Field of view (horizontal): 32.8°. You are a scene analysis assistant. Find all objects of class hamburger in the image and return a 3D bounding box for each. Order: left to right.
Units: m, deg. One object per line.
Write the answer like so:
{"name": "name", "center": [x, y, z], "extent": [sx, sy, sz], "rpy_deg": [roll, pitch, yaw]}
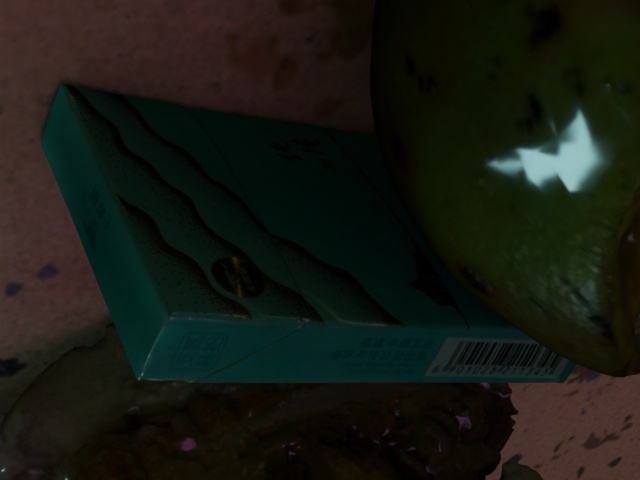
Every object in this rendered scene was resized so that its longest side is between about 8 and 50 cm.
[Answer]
{"name": "hamburger", "center": [-0.032, 0.191, 0.636], "extent": [0.317, 0.195, 0.277], "rpy_deg": [-4, 132, -25]}

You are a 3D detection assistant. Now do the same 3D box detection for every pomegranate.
{"name": "pomegranate", "center": [0.157, -0.116, 0.481], "extent": [0.310, 0.216, 0.358], "rpy_deg": [-57, 162, 18]}

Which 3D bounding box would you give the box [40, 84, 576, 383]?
{"name": "box", "center": [0.000, 0.000, 0.506], "extent": [0.226, 0.161, 0.042], "rpy_deg": [6, 124, -34]}
